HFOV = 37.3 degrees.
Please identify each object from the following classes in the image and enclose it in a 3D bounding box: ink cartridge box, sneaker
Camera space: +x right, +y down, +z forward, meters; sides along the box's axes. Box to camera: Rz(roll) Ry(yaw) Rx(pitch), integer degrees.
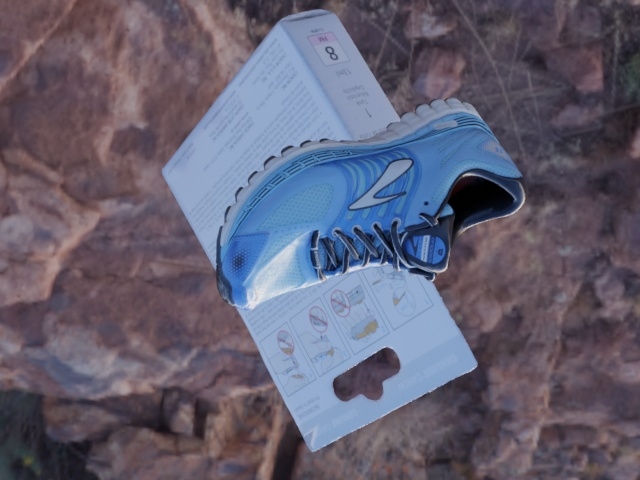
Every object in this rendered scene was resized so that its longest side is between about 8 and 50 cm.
[{"bbox_3d":[0.000,0.000,0.619,0.066,0.232,0.189,-27,171,-41],"label":"ink cartridge box"},{"bbox_3d":[0.027,-0.011,0.434,0.162,0.073,0.063,-27,141,-19],"label":"sneaker"}]
